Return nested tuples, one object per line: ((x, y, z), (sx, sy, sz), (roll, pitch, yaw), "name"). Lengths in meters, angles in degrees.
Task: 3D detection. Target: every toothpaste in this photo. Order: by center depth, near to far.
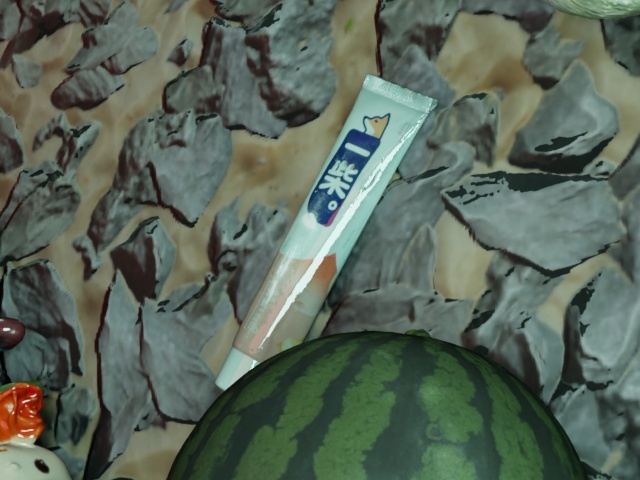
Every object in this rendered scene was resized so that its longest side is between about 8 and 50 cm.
((0.000, 0.000, 0.809), (0.056, 0.036, 0.205), (27, 89, 39), "toothpaste")

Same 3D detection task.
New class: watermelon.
((0.024, 0.143, 0.632), (0.212, 0.212, 0.212), (-13, 68, 34), "watermelon")

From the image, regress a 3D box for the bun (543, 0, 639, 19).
((0.176, -0.216, 0.660), (0.273, 0.168, 0.273), (-13, 60, 24), "bun")

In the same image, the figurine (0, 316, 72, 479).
((-0.199, 0.149, 0.866), (0.234, 0.127, 0.185), (16, 82, 51), "figurine")
